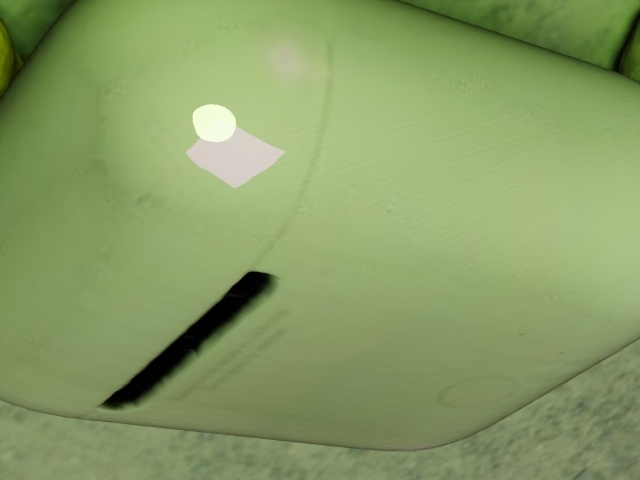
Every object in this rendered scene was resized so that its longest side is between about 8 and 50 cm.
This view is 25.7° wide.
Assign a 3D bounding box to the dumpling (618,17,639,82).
[{"bbox_3d":[0.230,-0.123,0.762,0.332,0.086,0.166,-45,163,15],"label":"dumpling"}]

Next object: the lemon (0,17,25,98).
[{"bbox_3d":[-0.171,-0.082,0.632,0.092,0.065,0.065,15,120,-40],"label":"lemon"}]

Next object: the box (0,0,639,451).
[{"bbox_3d":[0.000,0.001,0.680,0.349,0.141,0.288,12,147,-30],"label":"box"}]
